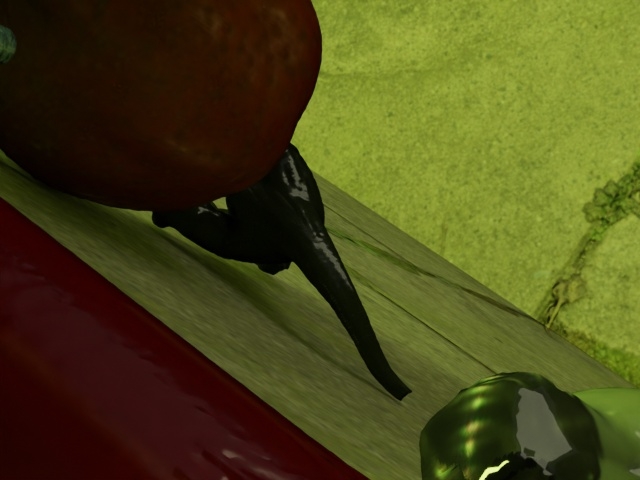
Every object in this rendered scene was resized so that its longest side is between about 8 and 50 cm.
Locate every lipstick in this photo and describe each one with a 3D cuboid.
[{"bbox_3d":[-0.105,0.003,0.377,0.279,0.073,0.073,36,5,29],"label":"lipstick"}]

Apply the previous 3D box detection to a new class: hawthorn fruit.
[{"bbox_3d":[-0.092,-0.101,0.920,0.189,0.189,0.189,32,4,-3],"label":"hawthorn fruit"}]

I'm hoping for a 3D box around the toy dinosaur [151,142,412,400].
[{"bbox_3d":[0.000,0.000,1.037,0.179,0.087,0.187,32,6,5],"label":"toy dinosaur"}]

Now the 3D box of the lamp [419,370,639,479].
[{"bbox_3d":[0.111,0.106,0.575,0.250,0.101,0.101,38,-1,-43],"label":"lamp"}]

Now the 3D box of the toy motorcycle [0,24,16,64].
[{"bbox_3d":[-0.232,-0.110,0.630,0.254,0.092,0.135,18,3,-36],"label":"toy motorcycle"}]
